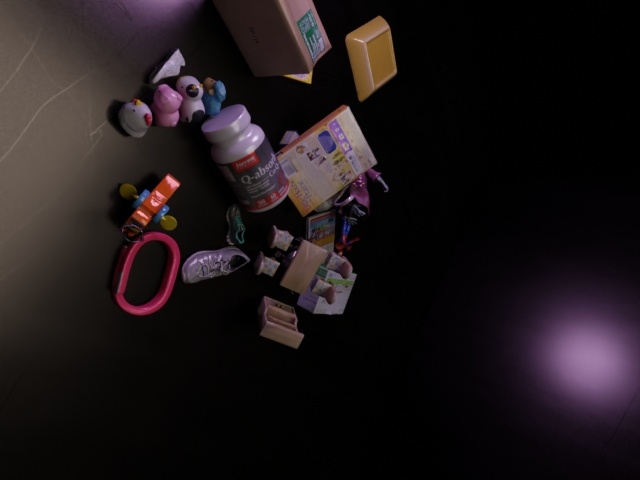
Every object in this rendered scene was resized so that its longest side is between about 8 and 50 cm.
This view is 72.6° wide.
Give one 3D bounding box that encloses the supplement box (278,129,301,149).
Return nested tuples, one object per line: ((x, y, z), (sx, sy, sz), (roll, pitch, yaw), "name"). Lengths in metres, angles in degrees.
((-0.122, -0.419, 1.889), (0.083, 0.056, 0.083), (44, 66, -47), "supplement box")

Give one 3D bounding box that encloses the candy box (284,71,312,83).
((-0.109, -0.733, 1.835), (0.206, 0.027, 0.105), (-7, 110, -50), "candy box")

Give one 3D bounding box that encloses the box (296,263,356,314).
((0.038, 0.248, 2.210), (0.262, 0.127, 0.231), (12, 99, -53), "box")

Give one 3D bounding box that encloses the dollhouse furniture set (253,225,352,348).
((-0.105, 0.201, 1.824), (0.362, 0.256, 0.394), (25, 101, -18), "dollhouse furniture set")

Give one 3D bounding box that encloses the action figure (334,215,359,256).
((0.155, -0.043, 2.286), (0.092, 0.139, 0.280), (13, 93, -51), "action figure")

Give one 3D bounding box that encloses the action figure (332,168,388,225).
((0.165, -0.275, 2.145), (0.276, 0.248, 0.369), (26, 66, -41), "action figure")

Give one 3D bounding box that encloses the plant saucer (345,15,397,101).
((0.282, -0.924, 2.217), (0.333, 0.081, 0.332), (-45, 132, -33), "plant saucer")

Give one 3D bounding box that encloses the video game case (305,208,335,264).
((0.000, 0.000, 2.176), (0.204, 0.025, 0.285), (-21, 122, -46), "video game case")

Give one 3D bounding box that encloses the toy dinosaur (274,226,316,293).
((-0.114, 0.074, 2.028), (0.313, 0.121, 0.160), (-65, 153, -21), "toy dinosaur")

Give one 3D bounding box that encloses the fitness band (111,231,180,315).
((-0.590, 0.112, 1.483), (0.209, 0.054, 0.290), (18, 88, -54), "fitness band")

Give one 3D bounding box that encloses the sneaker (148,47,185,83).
((-0.489, -0.549, 1.402), (0.152, 0.054, 0.061), (-58, 141, -23), "sneaker")

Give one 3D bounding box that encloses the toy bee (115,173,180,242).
((-0.574, -0.091, 1.387), (0.195, 0.162, 0.298), (57, 37, -6), "toy bee")

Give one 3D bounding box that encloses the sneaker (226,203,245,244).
((-0.328, -0.060, 1.729), (0.065, 0.076, 0.166), (-17, 114, -48), "sneaker")

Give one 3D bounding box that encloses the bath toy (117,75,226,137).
((-0.471, -0.434, 1.397), (0.348, 0.129, 0.151), (-35, 121, -40), "bath toy")

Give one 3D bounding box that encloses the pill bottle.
((-0.274, -0.298, 1.615), (0.210, 0.210, 0.362), (-53, 136, -27), "pill bottle")

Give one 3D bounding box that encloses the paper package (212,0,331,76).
((-0.168, -0.762, 1.526), (0.168, 0.310, 0.324), (-56, 139, -24), "paper package")

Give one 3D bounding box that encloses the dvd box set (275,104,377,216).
((0.010, -0.338, 1.890), (0.420, 0.062, 0.307), (-37, 124, -2), "dvd box set")

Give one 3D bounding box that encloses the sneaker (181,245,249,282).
((-0.396, 0.088, 1.657), (0.281, 0.115, 0.105), (-26, 120, -44), "sneaker")

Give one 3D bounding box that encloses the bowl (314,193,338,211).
((0.033, -0.215, 2.124), (0.170, 0.080, 0.170), (-21, 117, -47), "bowl")
